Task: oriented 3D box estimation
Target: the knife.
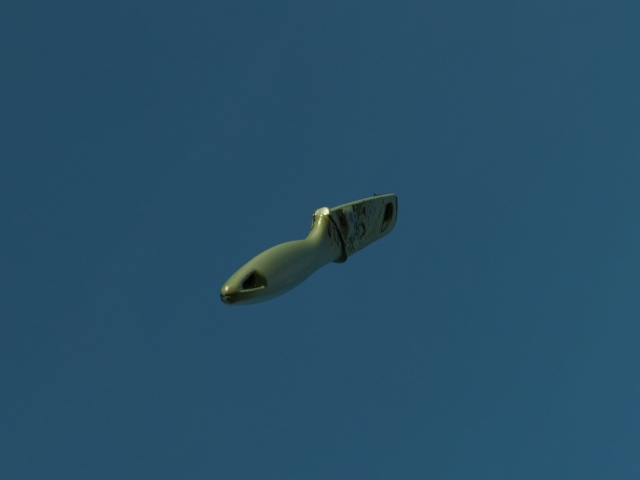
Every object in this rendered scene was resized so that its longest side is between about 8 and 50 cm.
[{"bbox_3d":[0.002,0.000,0.800,0.293,0.019,0.043,-24,-75,-65],"label":"knife"}]
